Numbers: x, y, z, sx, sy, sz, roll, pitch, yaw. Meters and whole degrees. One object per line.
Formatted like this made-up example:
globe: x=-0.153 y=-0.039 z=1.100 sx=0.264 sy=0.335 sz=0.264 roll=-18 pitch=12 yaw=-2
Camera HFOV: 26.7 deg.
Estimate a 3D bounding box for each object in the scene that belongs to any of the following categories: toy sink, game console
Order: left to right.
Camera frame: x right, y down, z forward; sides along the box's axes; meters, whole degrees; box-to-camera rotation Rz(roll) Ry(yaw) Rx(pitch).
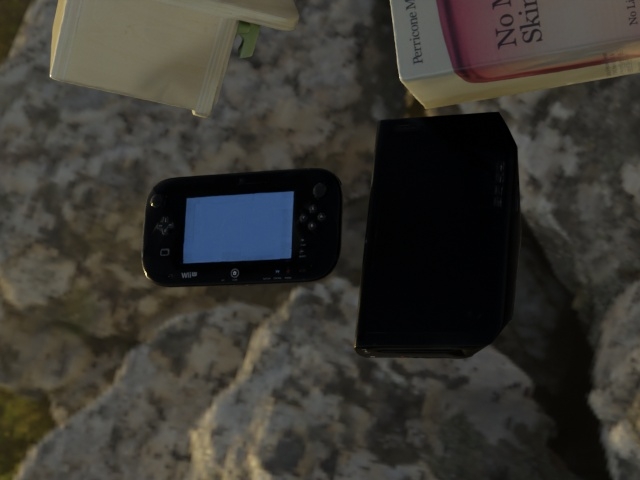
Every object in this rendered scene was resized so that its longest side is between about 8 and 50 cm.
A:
toy sink: x=-0.158 y=-0.222 z=1.423 sx=0.153 sy=0.234 sz=0.131 roll=-109 pitch=33 yaw=-60
game console: x=0.000 y=0.000 z=1.197 sx=0.361 sy=0.044 sz=0.213 roll=-3 pitch=68 yaw=23

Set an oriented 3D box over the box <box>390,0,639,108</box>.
box: x=0.180 y=-0.212 z=1.156 sx=0.232 sy=0.127 sz=0.149 roll=-9 pitch=83 yaw=13
